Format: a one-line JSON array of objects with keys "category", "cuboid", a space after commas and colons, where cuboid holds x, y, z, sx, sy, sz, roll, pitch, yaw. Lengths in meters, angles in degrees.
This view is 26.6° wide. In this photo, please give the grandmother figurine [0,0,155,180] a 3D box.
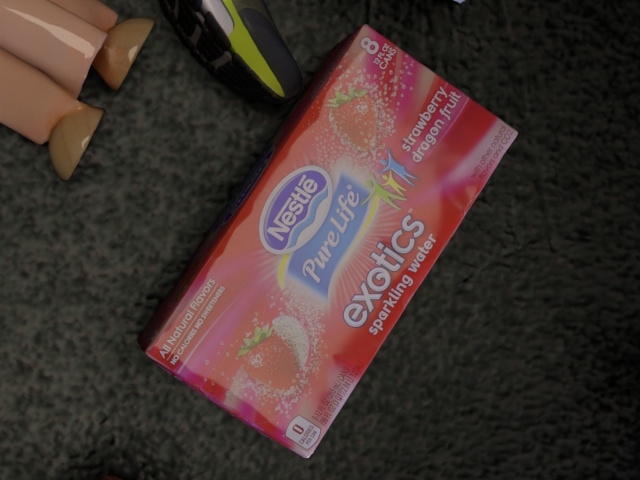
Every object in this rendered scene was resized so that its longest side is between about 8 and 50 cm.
[{"category": "grandmother figurine", "cuboid": [-0.280, -0.185, 0.870, 0.342, 0.104, 0.207, 28, 77, -12]}]

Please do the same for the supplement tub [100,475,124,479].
[{"category": "supplement tub", "cuboid": [-0.170, 0.317, 0.840, 0.194, 0.193, 0.316, 38, 85, -8]}]

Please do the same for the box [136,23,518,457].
[{"category": "box", "cuboid": [0.000, 0.000, 0.905, 0.128, 0.122, 0.256, 35, 84, -8]}]

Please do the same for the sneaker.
[{"category": "sneaker", "cuboid": [-0.067, -0.236, 0.905, 0.121, 0.111, 0.299, -23, 96, -13]}]

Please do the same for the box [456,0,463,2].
[{"category": "box", "cuboid": [0.116, -0.311, 0.872, 0.127, 0.231, 0.262, 24, 86, -9]}]
